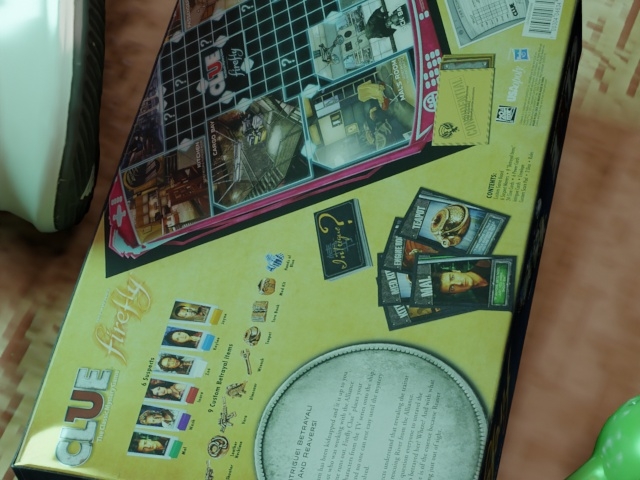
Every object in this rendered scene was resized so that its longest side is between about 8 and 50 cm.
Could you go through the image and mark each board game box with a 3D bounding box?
[{"bbox_3d":[0.000,0.000,0.699,0.165,0.042,0.243,8,58,13],"label":"board game box"}]

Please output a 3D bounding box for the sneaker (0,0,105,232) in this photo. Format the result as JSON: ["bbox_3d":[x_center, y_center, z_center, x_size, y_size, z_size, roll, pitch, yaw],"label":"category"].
[{"bbox_3d":[-0.221,-0.212,0.747,0.257,0.169,0.447,0,61,-9],"label":"sneaker"}]

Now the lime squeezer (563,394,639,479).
[{"bbox_3d":[0.162,0.111,0.663,0.310,0.059,0.110,8,58,-3],"label":"lime squeezer"}]
